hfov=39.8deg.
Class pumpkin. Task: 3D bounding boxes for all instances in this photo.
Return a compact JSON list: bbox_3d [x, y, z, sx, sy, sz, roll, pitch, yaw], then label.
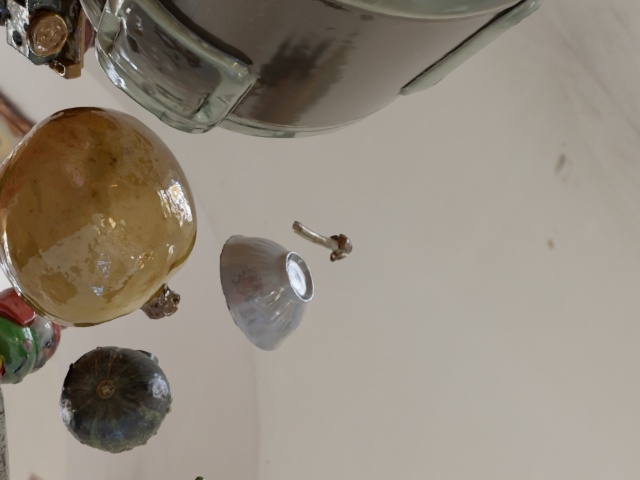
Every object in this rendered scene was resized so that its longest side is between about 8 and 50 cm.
[{"bbox_3d":[-0.354,0.273,1.529,0.190,0.146,0.190,-7,-114,17],"label":"pumpkin"}]

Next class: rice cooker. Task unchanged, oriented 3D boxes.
[{"bbox_3d":[-0.006,-0.240,0.603,0.335,0.335,0.325,-56,-168,-23],"label":"rice cooker"}]

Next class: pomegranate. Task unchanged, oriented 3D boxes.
[{"bbox_3d":[-0.303,-0.035,1.169,0.307,0.307,0.307,-37,-156,20],"label":"pomegranate"}]

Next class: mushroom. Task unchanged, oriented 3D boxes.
[{"bbox_3d":[0.000,0.000,1.934,0.060,0.187,0.061,-21,-119,38],"label":"mushroom"}]

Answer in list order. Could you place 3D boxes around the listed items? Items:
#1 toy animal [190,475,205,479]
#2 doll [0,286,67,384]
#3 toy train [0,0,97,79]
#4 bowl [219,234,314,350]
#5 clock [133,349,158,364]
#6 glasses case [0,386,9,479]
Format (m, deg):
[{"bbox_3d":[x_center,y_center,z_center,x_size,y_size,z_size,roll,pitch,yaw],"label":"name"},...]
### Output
[{"bbox_3d":[-0.131,0.348,1.068,0.181,0.131,0.127,-14,168,11],"label":"toy animal"},{"bbox_3d":[-0.583,0.179,1.666,0.363,0.160,0.183,-43,159,-55],"label":"doll"},{"bbox_3d":[-0.428,-0.463,1.482,0.231,0.163,0.369,-26,142,-41],"label":"toy train"},{"bbox_3d":[-0.065,0.067,1.346,0.086,0.189,0.189,-20,-148,23],"label":"bowl"},{"bbox_3d":[-0.402,0.271,1.963,0.085,0.085,0.017,-30,-139,33],"label":"clock"},{"bbox_3d":[-0.558,0.334,1.376,0.085,0.137,0.355,-113,-152,-43],"label":"glasses case"}]
